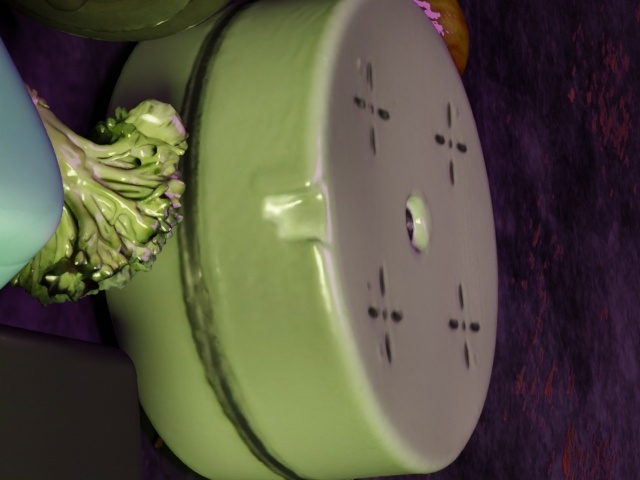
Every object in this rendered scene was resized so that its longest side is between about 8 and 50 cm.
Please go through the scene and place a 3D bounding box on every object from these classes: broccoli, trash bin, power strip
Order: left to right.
[{"bbox_3d":[-0.181,0.121,0.806,0.225,0.115,0.165,16,68,-67],"label":"trash bin"},{"bbox_3d":[-0.162,-0.060,0.903,0.204,0.122,0.118,51,59,-24],"label":"broccoli"},{"bbox_3d":[0.000,0.000,1.158,0.357,0.161,0.357,-7,90,-66],"label":"power strip"}]

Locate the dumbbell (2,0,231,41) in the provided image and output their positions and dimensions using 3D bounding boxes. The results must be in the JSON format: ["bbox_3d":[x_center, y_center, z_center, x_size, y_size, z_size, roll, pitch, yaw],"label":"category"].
[{"bbox_3d":[-0.110,-0.237,0.950,0.192,0.192,0.290,57,34,-43],"label":"dumbbell"}]

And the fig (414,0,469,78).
[{"bbox_3d":[0.032,-0.154,1.299,0.186,0.148,0.142,-16,100,-49],"label":"fig"}]

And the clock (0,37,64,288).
[{"bbox_3d":[-0.242,-0.079,0.654,0.274,0.094,0.223,12,42,-52],"label":"clock"}]
